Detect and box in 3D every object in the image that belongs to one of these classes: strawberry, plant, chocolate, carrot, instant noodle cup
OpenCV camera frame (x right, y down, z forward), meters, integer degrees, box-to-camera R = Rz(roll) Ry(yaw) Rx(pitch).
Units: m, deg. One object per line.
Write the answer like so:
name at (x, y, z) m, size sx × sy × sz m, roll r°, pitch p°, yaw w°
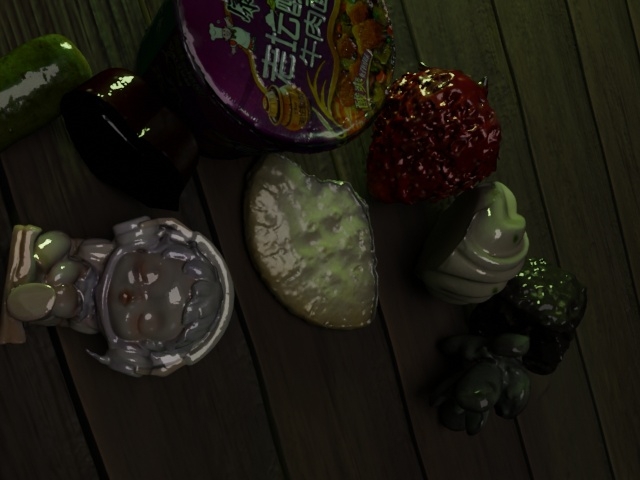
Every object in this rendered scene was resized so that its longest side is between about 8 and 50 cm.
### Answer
strawberry at (0.140, -0.131, 0.836) m, size 0.201 × 0.187 × 0.184 m, roll -43°, pitch 126°, yaw 7°
plant at (0.259, 0.149, 0.895) m, size 0.274 × 0.149 × 0.146 m, roll -46°, pitch 148°, yaw -22°
chocolate at (-0.182, -0.101, 0.641) m, size 0.149 × 0.125 × 0.080 m, roll 44°, pitch 60°, yaw -13°
carrot at (-0.355, -0.068, 0.564) m, size 0.358 × 0.074 × 0.074 m, roll -47°, pitch 111°, yaw -23°
instant noodle cup at (-0.073, -0.200, 0.682) m, size 0.251 × 0.190 × 0.251 m, roll 3°, pitch 84°, yaw -34°

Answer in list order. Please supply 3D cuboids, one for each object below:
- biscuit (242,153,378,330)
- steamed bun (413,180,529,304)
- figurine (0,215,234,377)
biscuit at (0.000, 0.000, 0.804) m, size 0.188 × 0.040 × 0.265 m, roll -44°, pitch 109°, yaw -25°
steamed bun at (0.213, 0.012, 0.861) m, size 0.106 × 0.183 × 0.182 m, roll 33°, pitch 68°, yaw -5°
figurine at (-0.186, 0.051, 0.617) m, size 0.237 × 0.141 × 0.162 m, roll 14°, pitch 84°, yaw -32°
